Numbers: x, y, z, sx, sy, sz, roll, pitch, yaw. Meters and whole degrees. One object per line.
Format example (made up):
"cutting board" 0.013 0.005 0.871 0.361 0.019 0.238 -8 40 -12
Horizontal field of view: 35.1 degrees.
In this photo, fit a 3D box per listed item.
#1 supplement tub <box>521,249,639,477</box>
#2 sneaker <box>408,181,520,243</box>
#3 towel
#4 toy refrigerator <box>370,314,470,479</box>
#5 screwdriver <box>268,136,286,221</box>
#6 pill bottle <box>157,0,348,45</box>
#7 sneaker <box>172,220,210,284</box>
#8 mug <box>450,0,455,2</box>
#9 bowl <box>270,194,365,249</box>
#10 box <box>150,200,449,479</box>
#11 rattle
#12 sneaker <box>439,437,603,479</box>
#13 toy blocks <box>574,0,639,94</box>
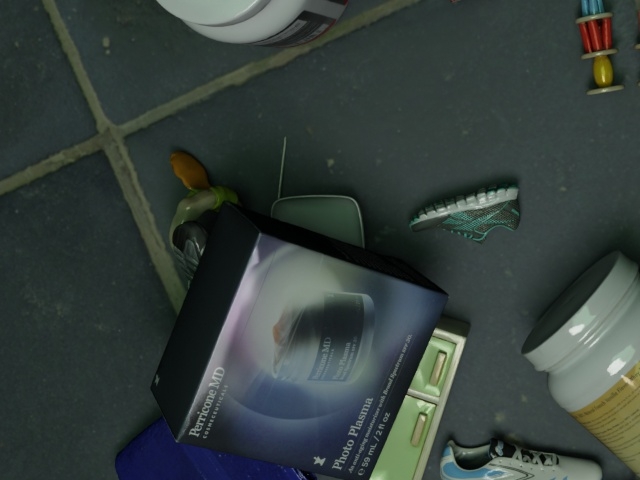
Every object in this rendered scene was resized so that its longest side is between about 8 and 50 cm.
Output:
"supplement tub" 0.450 0.187 1.352 0.316 0.228 0.228 42 105 3
"sneaker" 0.211 -0.028 1.458 0.166 0.065 0.076 -15 100 16
"towel" -0.165 0.352 1.580 0.308 0.076 0.228 -40 83 28
"toy refrigerator" 0.133 0.243 1.502 0.102 0.094 0.270 18 102 10
"screwdriver" -0.060 -0.072 1.532 0.025 0.024 0.170 19 103 39
"pill bottle" -0.088 -0.359 1.312 0.210 0.363 0.210 2 99 12
"sneaker" -0.133 0.027 1.492 0.132 0.229 0.086 -37 54 -21
"mug" 0.209 -0.425 1.368 0.150 0.113 0.169 -18 98 17
"bowl" 0.000 0.000 1.513 0.142 0.053 0.142 -1 98 13
"box" -0.034 0.142 1.376 0.294 0.183 0.296 18 99 -24
"rattle" -0.200 -0.012 1.555 0.142 0.130 0.200 28 136 24
"sneaker" 0.292 0.334 1.484 0.237 0.085 0.086 -1 114 13
"toy blocks" 0.412 -0.281 1.373 0.123 0.054 0.148 -9 97 15
